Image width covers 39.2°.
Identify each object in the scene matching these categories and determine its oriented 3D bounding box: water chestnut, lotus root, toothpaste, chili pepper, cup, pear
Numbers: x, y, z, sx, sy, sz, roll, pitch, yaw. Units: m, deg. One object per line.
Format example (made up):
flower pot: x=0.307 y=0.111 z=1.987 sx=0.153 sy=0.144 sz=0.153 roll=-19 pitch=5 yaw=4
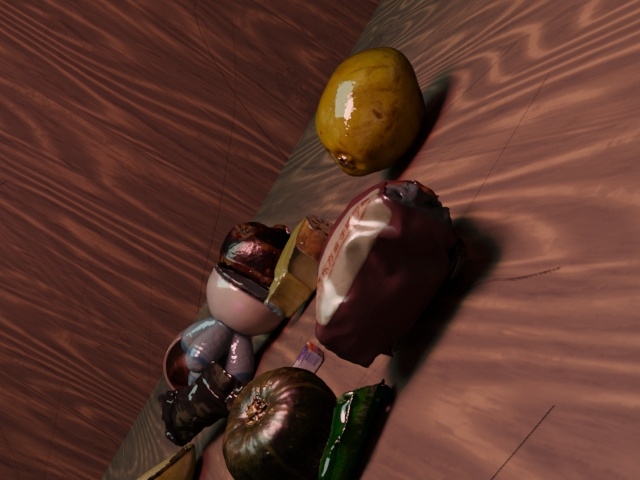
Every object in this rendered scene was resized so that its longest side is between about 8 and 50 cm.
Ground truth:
water chestnut: x=-0.175 y=0.061 z=2.491 sx=0.224 sy=0.223 sz=0.238 roll=-131 pitch=58 yaw=-78
lotus root: x=0.001 y=0.001 z=2.120 sx=0.081 sy=0.122 sz=0.112 roll=-58 pitch=20 yaw=11
toothpaste: x=-0.060 y=0.299 z=1.818 sx=0.196 sy=0.040 sz=0.047 roll=-57 pitch=9 yaw=12
chili pepper: x=0.038 y=0.301 z=1.344 sx=0.216 sy=0.062 sz=0.108 roll=-64 pitch=6 yaw=-25
cup: x=-0.321 y=0.324 z=2.570 sx=0.252 sy=0.192 sz=0.200 roll=-29 pitch=7 yaw=-5
pear: x=0.118 y=-0.298 z=2.071 sx=0.269 sy=0.269 sz=0.321 roll=-43 pitch=19 yaw=53

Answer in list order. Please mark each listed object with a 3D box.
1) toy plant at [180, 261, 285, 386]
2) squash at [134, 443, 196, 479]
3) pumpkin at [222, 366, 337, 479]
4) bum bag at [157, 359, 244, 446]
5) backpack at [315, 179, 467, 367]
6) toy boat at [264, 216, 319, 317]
toy plant: x=-0.243 y=0.250 z=2.297 sx=0.332 sy=0.247 sz=0.247 roll=-62 pitch=11 yaw=5
squash: x=-0.414 y=0.589 z=2.158 sx=0.233 sy=0.210 sz=0.309 roll=-37 pitch=26 yaw=34
pumpkin: x=-0.063 y=0.317 z=1.492 sx=0.223 sy=0.157 sz=0.224 roll=-37 pitch=26 yaw=22
bum bag: x=-0.298 y=0.401 z=2.214 sx=0.095 sy=0.144 sz=0.340 roll=-25 pitch=-8 yaw=-48
backpack: x=0.102 y=0.029 z=1.439 sx=0.283 sy=0.197 sz=0.317 roll=-57 pitch=7 yaw=15
toy boat: x=-0.044 y=0.056 z=2.194 sx=0.084 sy=0.111 sz=0.276 roll=-34 pitch=26 yaw=53
